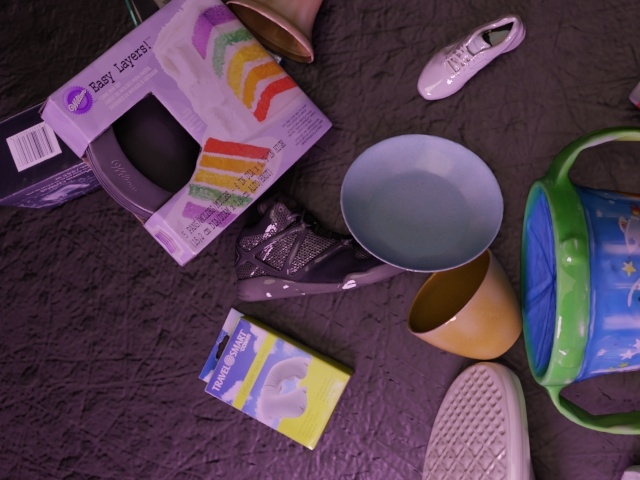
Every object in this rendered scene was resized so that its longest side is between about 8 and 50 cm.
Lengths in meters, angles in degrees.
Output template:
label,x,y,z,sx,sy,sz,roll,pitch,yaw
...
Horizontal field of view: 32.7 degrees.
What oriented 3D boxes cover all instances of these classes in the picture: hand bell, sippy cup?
label,x,y,z,sx,sy,sz,roll,pitch,yaw
hand bell,-0.002,-0.354,1.341,0.126,0.126,0.242,30,84,10
sippy cup,0.350,0.046,1.210,0.224,0.305,0.240,1,47,1

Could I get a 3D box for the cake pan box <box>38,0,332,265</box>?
label,x,y,z,sx,sy,sz,roll,pitch,yaw
cake pan box,-0.157,-0.139,1.287,0.246,0.070,0.267,48,64,-4

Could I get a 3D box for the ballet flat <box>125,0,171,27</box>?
label,x,y,z,sx,sy,sz,roll,pitch,yaw
ballet flat,-0.230,-0.333,1.390,0.074,0.074,0.203,-30,83,10

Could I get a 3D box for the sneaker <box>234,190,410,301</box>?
label,x,y,z,sx,sy,sz,roll,pitch,yaw
sneaker,0.000,0.000,1.336,0.227,0.087,0.130,-6,96,16

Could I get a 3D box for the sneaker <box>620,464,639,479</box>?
label,x,y,z,sx,sy,sz,roll,pitch,yaw
sneaker,0.373,0.414,1.250,0.152,0.114,0.305,-14,88,10

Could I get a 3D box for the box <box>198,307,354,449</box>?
label,x,y,z,sx,sy,sz,roll,pitch,yaw
box,-0.060,0.171,1.372,0.178,0.042,0.109,27,95,9

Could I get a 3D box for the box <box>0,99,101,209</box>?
label,x,y,z,sx,sy,sz,roll,pitch,yaw
box,-0.322,-0.111,1.362,0.156,0.158,0.093,-22,85,11

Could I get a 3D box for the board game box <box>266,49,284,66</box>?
label,x,y,z,sx,sy,sz,roll,pitch,yaw
board game box,-0.105,-0.210,1.389,0.090,0.020,0.090,28,95,9

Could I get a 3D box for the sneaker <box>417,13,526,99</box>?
label,x,y,z,sx,sy,sz,roll,pitch,yaw
sneaker,0.178,-0.226,1.313,0.152,0.061,0.054,-36,86,11

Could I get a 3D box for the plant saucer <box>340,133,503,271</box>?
label,x,y,z,sx,sy,sz,roll,pitch,yaw
plant saucer,0.120,-0.039,1.309,0.195,0.037,0.195,1,59,-2

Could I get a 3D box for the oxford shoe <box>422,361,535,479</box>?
label,x,y,z,sx,sy,sz,roll,pitch,yaw
oxford shoe,0.213,0.369,1.284,0.130,0.169,0.449,2,81,-30

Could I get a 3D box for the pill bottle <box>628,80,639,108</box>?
label,x,y,z,sx,sy,sz,roll,pitch,yaw
pill bottle,0.457,-0.143,1.234,0.193,0.108,0.108,40,98,8

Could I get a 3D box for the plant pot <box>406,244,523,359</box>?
label,x,y,z,sx,sy,sz,roll,pitch,yaw
plant pot,0.183,0.086,1.290,0.095,0.134,0.134,42,98,-16
